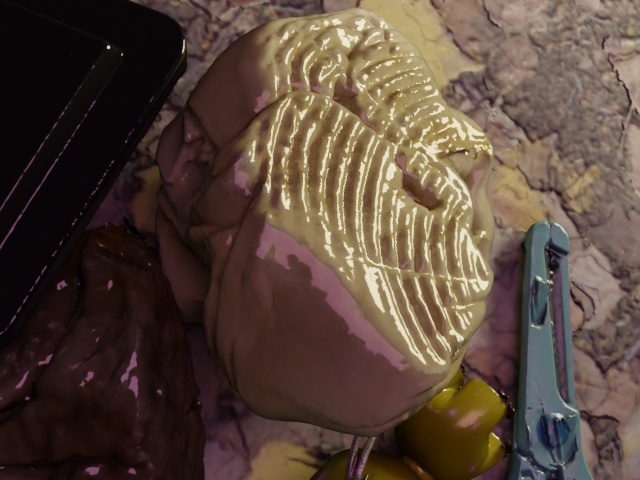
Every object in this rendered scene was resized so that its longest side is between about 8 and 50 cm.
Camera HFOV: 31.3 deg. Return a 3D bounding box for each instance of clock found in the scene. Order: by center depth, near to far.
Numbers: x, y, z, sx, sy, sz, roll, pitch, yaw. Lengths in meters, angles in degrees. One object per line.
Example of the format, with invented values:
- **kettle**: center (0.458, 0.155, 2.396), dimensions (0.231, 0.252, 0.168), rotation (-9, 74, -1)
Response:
- **clock**: center (-0.265, -0.086, 0.798), dimensions (0.278, 0.049, 0.273), rotation (23, 72, 17)

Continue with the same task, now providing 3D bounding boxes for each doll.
- **doll**: center (0.048, 0.197, 0.868), dimensions (0.221, 0.135, 0.143), rotation (-40, 58, -20)

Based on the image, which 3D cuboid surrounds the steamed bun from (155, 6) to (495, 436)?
- **steamed bun**: center (-0.002, 0.001, 0.846), dimensions (0.276, 0.203, 0.289), rotation (-21, 76, -45)

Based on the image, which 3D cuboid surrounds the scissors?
- **scissors**: center (0.198, 0.175, 0.965), dimensions (0.180, 0.032, 0.393), rotation (5, 79, -16)

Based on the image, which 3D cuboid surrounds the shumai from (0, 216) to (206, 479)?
- **shumai**: center (-0.184, 0.126, 0.768), dimensions (0.185, 0.218, 0.184), rotation (-18, 42, -34)
